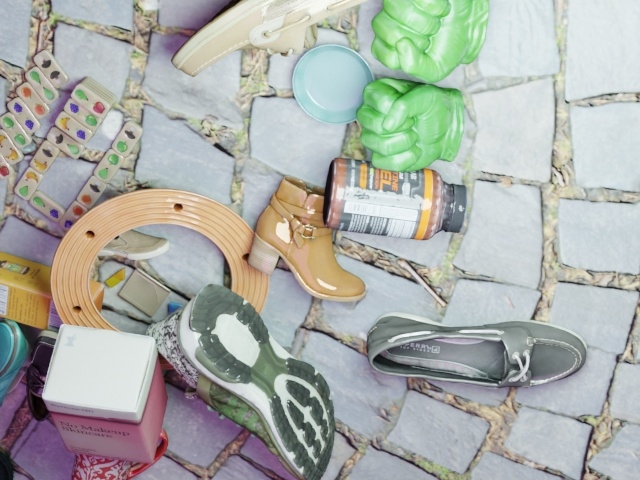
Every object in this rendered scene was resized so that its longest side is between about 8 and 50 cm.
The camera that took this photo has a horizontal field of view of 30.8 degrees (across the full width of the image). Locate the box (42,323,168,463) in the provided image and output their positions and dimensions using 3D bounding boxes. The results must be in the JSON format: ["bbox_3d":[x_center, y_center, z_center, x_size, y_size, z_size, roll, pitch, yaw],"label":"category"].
[{"bbox_3d":[-0.330,0.244,1.814,0.148,0.127,0.232,8,150,3],"label":"box"}]

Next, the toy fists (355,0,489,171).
[{"bbox_3d":[0.131,-0.217,1.553,0.142,0.096,0.279,-1,121,-18],"label":"toy fists"}]

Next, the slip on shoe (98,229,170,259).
[{"bbox_3d":[-0.303,-0.001,1.823,0.135,0.051,0.041,4,120,20],"label":"slip on shoe"}]

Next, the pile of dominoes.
[{"bbox_3d":[-0.406,-0.143,1.777,0.196,0.040,0.251,36,118,-7],"label":"pile of dominoes"}]

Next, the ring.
[{"bbox_3d":[-0.248,0.061,1.805,0.336,0.032,0.336,-4,122,-7],"label":"ring"}]

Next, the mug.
[{"bbox_3d":[-0.352,0.372,1.994,0.150,0.113,0.169,23,123,3],"label":"mug"}]

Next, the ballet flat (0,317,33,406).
[{"bbox_3d":[-0.535,0.206,1.965,0.247,0.087,0.083,-51,60,36],"label":"ballet flat"}]

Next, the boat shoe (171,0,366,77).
[{"bbox_3d":[-0.050,-0.299,1.567,0.341,0.121,0.110,-28,107,23],"label":"boat shoe"}]

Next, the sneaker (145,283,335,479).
[{"bbox_3d":[-0.125,0.236,1.857,0.182,0.158,0.410,-11,125,40],"label":"sneaker"}]

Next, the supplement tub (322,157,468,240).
[{"bbox_3d":[0.106,-0.057,1.657,0.198,0.106,0.106,7,119,-6],"label":"supplement tub"}]

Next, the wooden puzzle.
[{"bbox_3d":[-0.285,0.083,1.882,0.116,0.014,0.078,41,122,-9],"label":"wooden puzzle"}]

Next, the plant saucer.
[{"bbox_3d":[0.020,-0.223,1.648,0.119,0.021,0.119,6,117,11],"label":"plant saucer"}]

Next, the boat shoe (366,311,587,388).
[{"bbox_3d":[0.233,0.180,1.765,0.335,0.095,0.112,5,118,11],"label":"boat shoe"}]

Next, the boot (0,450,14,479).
[{"bbox_3d":[-0.651,0.511,2.077,0.094,0.207,0.246,29,119,-3],"label":"boot"}]

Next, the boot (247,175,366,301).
[{"bbox_3d":[0.000,0.000,1.743,0.197,0.073,0.152,20,110,-10],"label":"boot"}]

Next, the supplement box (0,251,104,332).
[{"bbox_3d":[-0.476,0.084,1.890,0.233,0.078,0.080,19,121,3],"label":"supplement box"}]

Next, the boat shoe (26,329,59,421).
[{"bbox_3d":[-0.447,0.230,1.923,0.080,0.073,0.223,22,142,0],"label":"boat shoe"}]
